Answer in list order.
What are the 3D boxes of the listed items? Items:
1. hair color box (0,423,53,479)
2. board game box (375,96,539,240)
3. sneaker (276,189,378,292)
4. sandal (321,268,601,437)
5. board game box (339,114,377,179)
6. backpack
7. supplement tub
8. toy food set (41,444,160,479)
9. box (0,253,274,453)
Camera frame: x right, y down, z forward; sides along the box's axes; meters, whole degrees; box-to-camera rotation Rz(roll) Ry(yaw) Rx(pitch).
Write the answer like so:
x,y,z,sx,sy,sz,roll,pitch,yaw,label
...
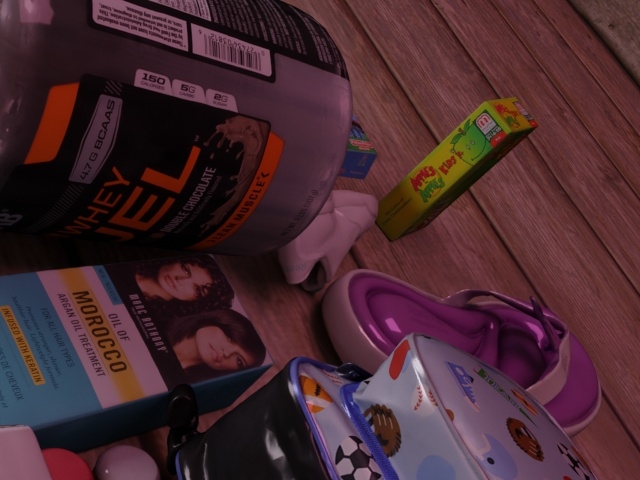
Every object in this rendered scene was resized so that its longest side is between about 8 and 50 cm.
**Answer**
x,y,z,sx,sy,sz,roll,pitch,yaw,label
-0.104,0.223,0.218,0.339,0.110,0.185,62,12,17,hair color box
0.144,-0.077,0.943,0.043,0.181,0.092,52,32,11,board game box
0.000,0.000,0.803,0.212,0.080,0.094,-5,93,-70,sneaker
0.180,0.105,0.853,0.416,0.102,0.169,12,45,-43,sandal
-0.054,-0.149,0.875,0.160,0.039,0.212,3,42,-32,board game box
0.070,0.191,0.525,0.263,0.213,0.277,33,28,-56,backpack
-0.156,-0.102,0.591,0.338,0.207,0.207,8,48,-45,supplement tub
-0.101,0.165,0.407,0.111,0.105,0.232,20,27,-22,toy food set
-0.146,0.072,0.543,0.244,0.060,0.101,-7,59,-53,box
